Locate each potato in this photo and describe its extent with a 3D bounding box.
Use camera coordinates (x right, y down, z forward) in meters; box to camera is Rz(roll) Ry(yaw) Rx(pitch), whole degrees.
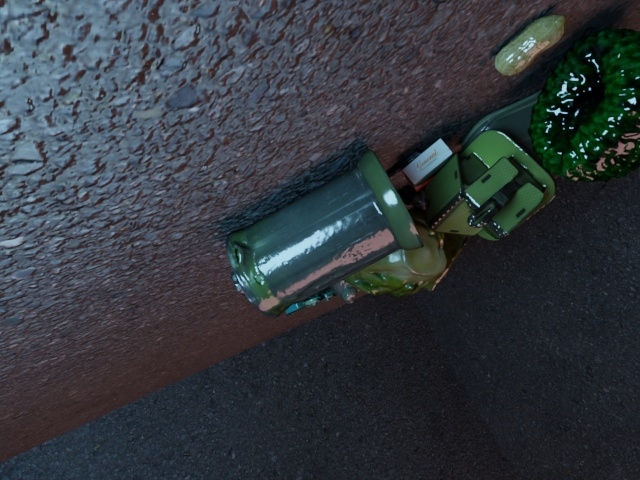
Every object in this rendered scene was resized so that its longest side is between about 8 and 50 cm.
[{"bbox_3d":[0.367,-0.031,1.601,0.280,0.213,0.330,-63,175,24],"label":"potato"}]

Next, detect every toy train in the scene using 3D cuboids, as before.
[{"bbox_3d":[-0.050,0.187,1.698,0.163,0.112,0.203,-29,168,32],"label":"toy train"}]

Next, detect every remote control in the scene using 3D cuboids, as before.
[{"bbox_3d":[0.181,-0.165,1.014,0.096,0.014,0.039,-35,176,33],"label":"remote control"}]

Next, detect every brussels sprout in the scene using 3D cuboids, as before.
[{"bbox_3d":[0.190,0.037,1.293,0.328,0.247,0.328,-13,178,-1],"label":"brussels sprout"}]

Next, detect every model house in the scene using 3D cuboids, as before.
[{"bbox_3d":[0.297,-0.060,0.942,0.279,0.205,0.218,-36,168,-42],"label":"model house"}]

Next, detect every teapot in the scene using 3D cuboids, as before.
[{"bbox_3d":[0.001,0.009,0.891,0.337,0.200,0.270,-28,157,7],"label":"teapot"}]

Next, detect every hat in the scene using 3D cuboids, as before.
[{"bbox_3d":[0.592,-0.246,0.930,0.332,0.242,0.274,2,135,-32],"label":"hat"}]

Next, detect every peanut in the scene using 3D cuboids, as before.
[{"bbox_3d":[0.318,-0.297,0.718,0.113,0.053,0.054,-36,165,30],"label":"peanut"}]

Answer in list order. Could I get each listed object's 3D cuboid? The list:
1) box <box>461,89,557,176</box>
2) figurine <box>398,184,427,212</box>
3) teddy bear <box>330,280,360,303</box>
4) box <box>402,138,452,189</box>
[{"bbox_3d":[0.480,-0.221,1.066,0.274,0.178,0.138,-27,167,-11],"label":"box"},{"bbox_3d":[0.268,-0.118,1.278,0.149,0.086,0.087,8,119,-51],"label":"figurine"},{"bbox_3d":[0.131,0.118,1.694,0.267,0.151,0.235,-1,119,-54],"label":"teddy bear"},{"bbox_3d":[0.232,-0.159,1.023,0.100,0.048,0.152,-38,174,11],"label":"box"}]
